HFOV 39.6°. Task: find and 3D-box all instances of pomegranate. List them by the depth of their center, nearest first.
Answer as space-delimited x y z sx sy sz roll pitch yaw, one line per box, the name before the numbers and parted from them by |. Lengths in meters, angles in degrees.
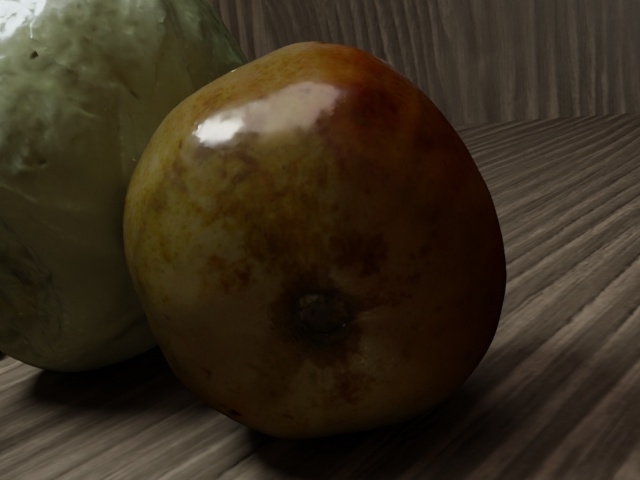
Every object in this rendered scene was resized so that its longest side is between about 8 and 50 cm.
pomegranate | 0.000 0.000 0.600 0.229 0.252 0.270 -25 11 10

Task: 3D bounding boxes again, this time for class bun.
bun | -0.154 -0.060 0.746 0.202 0.364 0.364 14 18 17
